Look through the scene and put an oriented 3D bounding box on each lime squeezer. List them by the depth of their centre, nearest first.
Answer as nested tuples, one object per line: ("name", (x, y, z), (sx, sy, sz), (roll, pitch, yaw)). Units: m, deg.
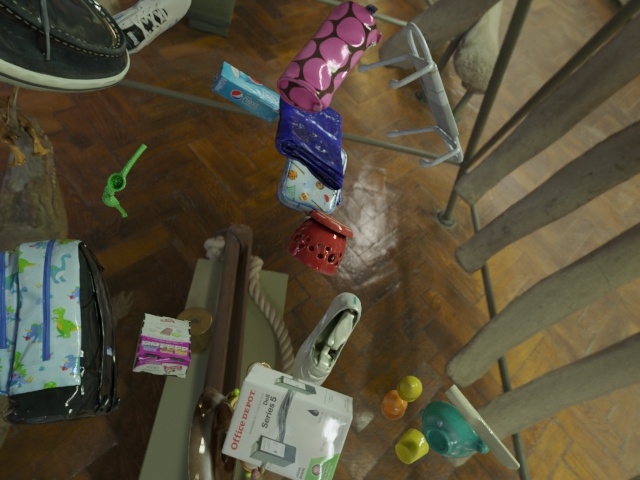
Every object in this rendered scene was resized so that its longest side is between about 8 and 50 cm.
("lime squeezer", (-0.624, -0.165, 1.302), (0.110, 0.310, 0.059), (-18, 60, -48))

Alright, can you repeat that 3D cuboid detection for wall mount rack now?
("wall mount rack", (0.217, -0.332, 1.008), (0.130, 0.350, 0.304), (-26, 29, 8))

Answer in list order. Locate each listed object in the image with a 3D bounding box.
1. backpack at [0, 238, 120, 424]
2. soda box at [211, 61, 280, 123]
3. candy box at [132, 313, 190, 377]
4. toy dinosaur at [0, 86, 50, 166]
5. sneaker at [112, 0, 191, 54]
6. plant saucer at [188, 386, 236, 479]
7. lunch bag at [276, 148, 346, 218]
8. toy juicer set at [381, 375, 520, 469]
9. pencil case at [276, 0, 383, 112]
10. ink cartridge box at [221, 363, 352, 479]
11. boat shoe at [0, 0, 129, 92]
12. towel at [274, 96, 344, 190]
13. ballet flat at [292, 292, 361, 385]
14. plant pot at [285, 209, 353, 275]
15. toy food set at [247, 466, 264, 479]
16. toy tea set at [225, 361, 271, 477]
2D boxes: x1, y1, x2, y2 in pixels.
("backpack", (-0.534, 0.169, 0.833), (0.273, 0.290, 0.356), (4, 72, -12))
("soda box", (-0.221, -0.451, 1.269), (0.210, 0.067, 0.071), (23, 49, -32))
("candy box", (-0.509, 0.338, 1.344), (0.159, 0.071, 0.233), (16, 16, -22))
("toy dinosaur", (-0.449, -0.168, 0.600), (0.064, 0.112, 0.211), (-31, 36, -29))
("sneaker", (-0.368, -0.446, 0.858), (0.237, 0.085, 0.086), (-31, 60, 2))
("plant saucer", (-0.278, 0.556, 1.111), (0.050, 0.311, 0.311), (-6, 59, 3))
("lunch bag", (-0.027, -0.235, 1.586), (0.243, 0.115, 0.304), (19, 74, -15))
("toy juicer set", (0.276, 0.403, 0.953), (0.089, 0.329, 0.209), (-17, 79, -39))
("pencil case", (0.018, -0.310, 0.707), (0.098, 0.095, 0.209), (37, 74, -10))
("ink cartridge box", (-0.079, 0.453, 1.017), (0.272, 0.115, 0.199), (18, 94, 3))
("boat shoe", (-0.326, -0.275, 0.345), (0.156, 0.500, 0.187), (-31, 80, 11))
("towel", (-0.018, -0.307, 1.155), (0.227, 0.076, 0.308), (33, 39, -33))
("ballet flat", (0.018, 0.364, 1.406), (0.139, 0.139, 0.400), (29, 95, 1))
("plant pot", (0.000, 0.000, 1.392), (0.191, 0.191, 0.174), (27, 96, 0))
("toy food set", (-0.167, 0.643, 1.180), (0.019, 0.078, 0.122), (30, 77, 23))
("toy tea set", (-0.192, 0.557, 1.302), (0.200, 0.124, 0.336), (-19, 98, -33))
